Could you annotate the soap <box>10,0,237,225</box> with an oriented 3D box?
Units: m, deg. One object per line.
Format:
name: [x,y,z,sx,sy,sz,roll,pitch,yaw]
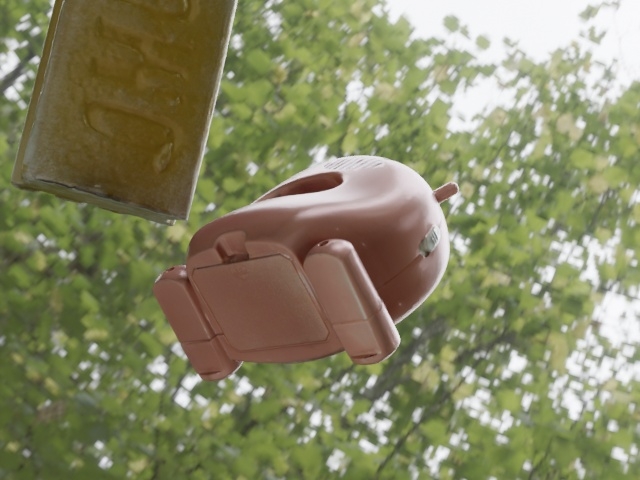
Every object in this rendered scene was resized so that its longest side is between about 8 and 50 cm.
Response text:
soap: [-0.181,-0.166,1.290,0.173,0.274,0.089,14,-10,-19]

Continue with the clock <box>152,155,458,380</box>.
clock: [0.000,0.000,1.190,0.227,0.241,0.142,-9,-66,37]
